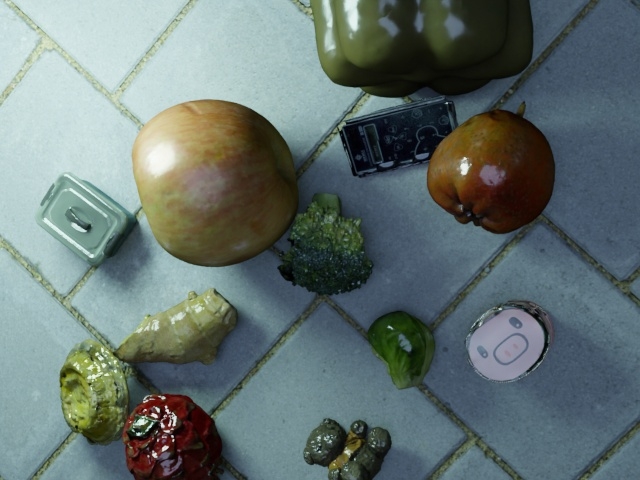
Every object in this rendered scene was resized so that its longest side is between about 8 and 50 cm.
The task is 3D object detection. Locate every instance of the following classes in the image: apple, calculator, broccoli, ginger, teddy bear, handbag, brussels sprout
[{"bbox_3d":[-0.234,-0.130,1.722,0.346,0.391,0.391,-16,89,7],"label":"apple"},{"bbox_3d":[0.189,-0.243,1.770,0.274,0.028,0.166,-12,128,13],"label":"calculator"},{"bbox_3d":[0.000,0.000,1.786,0.247,0.263,0.243,-19,56,40],"label":"broccoli"},{"bbox_3d":[-0.368,0.235,1.895,0.354,0.126,0.190,-14,100,14],"label":"ginger"},{"bbox_3d":[0.057,0.514,1.824,0.190,0.140,0.177,25,55,18],"label":"teddy bear"},{"bbox_3d":[0.439,0.231,1.738,0.205,0.116,0.179,-43,83,11],"label":"handbag"},{"bbox_3d":[0.196,0.253,1.778,0.145,0.131,0.183,-39,80,15],"label":"brussels sprout"}]

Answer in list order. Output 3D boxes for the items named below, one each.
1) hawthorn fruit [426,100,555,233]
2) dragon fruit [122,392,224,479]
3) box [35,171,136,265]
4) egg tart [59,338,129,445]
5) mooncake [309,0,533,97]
[{"bbox_3d":[0.393,-0.171,1.668,0.277,0.277,0.298,23,87,9],"label":"hawthorn fruit"},{"bbox_3d":[-0.362,0.515,1.844,0.244,0.244,0.299,-26,101,11],"label":"dragon fruit"},{"bbox_3d":[-0.593,-0.055,1.921,0.227,0.130,0.162,36,99,9],"label":"box"},{"bbox_3d":[-0.588,0.390,1.906,0.279,0.095,0.279,5,98,40],"label":"egg tart"},{"bbox_3d":[0.210,-0.457,1.589,0.467,0.467,0.262,-2,91,11],"label":"mooncake"}]
